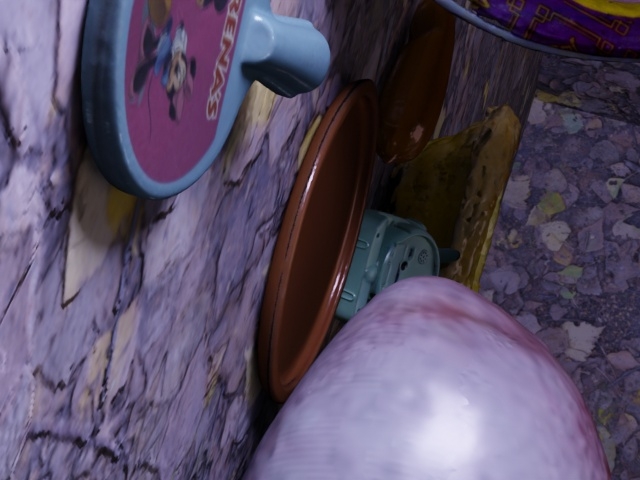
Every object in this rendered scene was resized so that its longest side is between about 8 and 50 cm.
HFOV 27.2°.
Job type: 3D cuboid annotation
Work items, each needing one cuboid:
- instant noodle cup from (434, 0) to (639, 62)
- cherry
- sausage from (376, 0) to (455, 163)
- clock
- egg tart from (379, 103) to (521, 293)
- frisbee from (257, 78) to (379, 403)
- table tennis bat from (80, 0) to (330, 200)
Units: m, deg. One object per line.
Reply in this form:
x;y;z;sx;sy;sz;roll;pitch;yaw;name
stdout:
0.194;-0.311;0.768;0.340;0.340;0.266;92;9;-54;instant noodle cup
0.065;0.217;0.966;0.326;0.291;0.334;-29;125;-37;cherry
0.084;-0.136;1.137;0.062;0.054;0.183;-39;-153;55;sausage
0.068;0.027;1.171;0.135;0.041;0.101;4;102;-48;clock
0.121;-0.003;1.364;0.315;0.120;0.315;15;90;-82;egg tart
0.000;0.000;0.986;0.251;0.021;0.250;17;90;-80;frisbee
-0.043;-0.092;0.578;0.244;0.040;0.152;-3;108;-75;table tennis bat
